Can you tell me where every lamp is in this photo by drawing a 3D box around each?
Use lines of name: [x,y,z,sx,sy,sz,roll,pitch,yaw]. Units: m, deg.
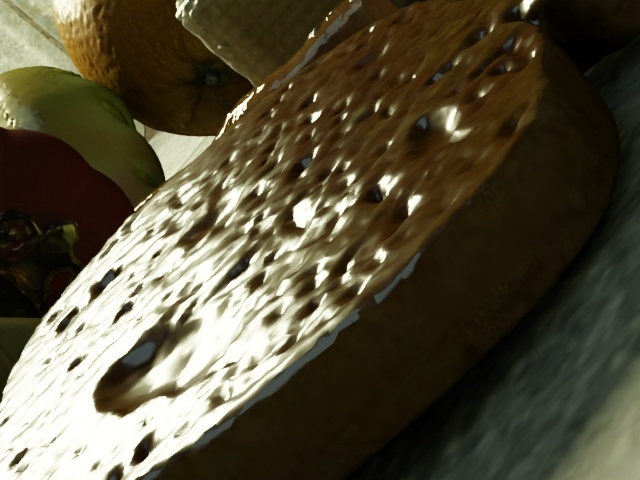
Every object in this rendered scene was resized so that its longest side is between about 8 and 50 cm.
lamp: [-0.216,0.034,1.052,0.227,0.227,0.227,-48,10,11]

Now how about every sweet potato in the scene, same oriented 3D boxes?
sweet potato: [-0.048,-0.069,1.182,0.281,0.059,0.067,-43,-1,30]

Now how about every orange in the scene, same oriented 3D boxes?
orange: [-0.110,-0.215,1.474,0.264,0.264,0.264,-48,10,11]

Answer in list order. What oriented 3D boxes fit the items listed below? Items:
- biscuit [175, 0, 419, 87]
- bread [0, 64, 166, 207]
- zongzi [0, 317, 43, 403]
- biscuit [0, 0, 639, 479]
biscuit: [0.074,-0.281,1.210,0.426,0.144,0.078,-48,11,12]
bread: [-0.212,-0.070,1.391,0.158,0.261,0.156,-17,-50,-29]
zongzi: [-0.246,0.233,0.881,0.181,0.418,0.447,-108,18,-69]
biscuit: [0.001,0.001,0.649,0.314,0.063,0.367,-40,15,3]
